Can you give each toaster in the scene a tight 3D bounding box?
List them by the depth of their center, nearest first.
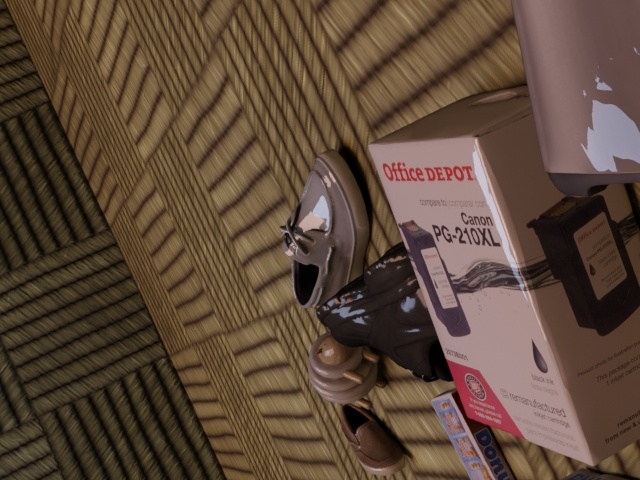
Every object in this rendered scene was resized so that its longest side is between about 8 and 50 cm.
[{"bbox_3d":[0.180,-0.104,0.501,0.227,0.129,0.147,6,116,67],"label":"toaster"}]

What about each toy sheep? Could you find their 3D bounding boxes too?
[{"bbox_3d":[0.028,0.153,1.302,0.091,0.091,0.132,50,161,39],"label":"toy sheep"}]

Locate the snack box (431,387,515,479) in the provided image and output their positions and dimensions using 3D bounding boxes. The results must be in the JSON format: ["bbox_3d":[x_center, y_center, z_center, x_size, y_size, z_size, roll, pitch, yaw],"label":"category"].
[{"bbox_3d":[0.169,0.233,1.113,0.178,0.022,0.064,63,162,7],"label":"snack box"}]

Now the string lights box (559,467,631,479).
[{"bbox_3d":[0.264,0.320,0.878,0.260,0.076,0.133,66,163,-3],"label":"string lights box"}]

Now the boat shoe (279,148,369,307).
[{"bbox_3d":[-0.001,0.000,1.187,0.079,0.081,0.228,53,158,33],"label":"boat shoe"}]

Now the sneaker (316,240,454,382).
[{"bbox_3d":[0.082,0.078,1.038,0.130,0.109,0.286,57,163,4],"label":"sneaker"}]

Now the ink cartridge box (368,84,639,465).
[{"bbox_3d":[0.144,0.018,0.788,0.172,0.100,0.237,6,120,68],"label":"ink cartridge box"}]

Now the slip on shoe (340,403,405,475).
[{"bbox_3d":[0.062,0.247,1.382,0.135,0.051,0.041,-135,23,-63],"label":"slip on shoe"}]
